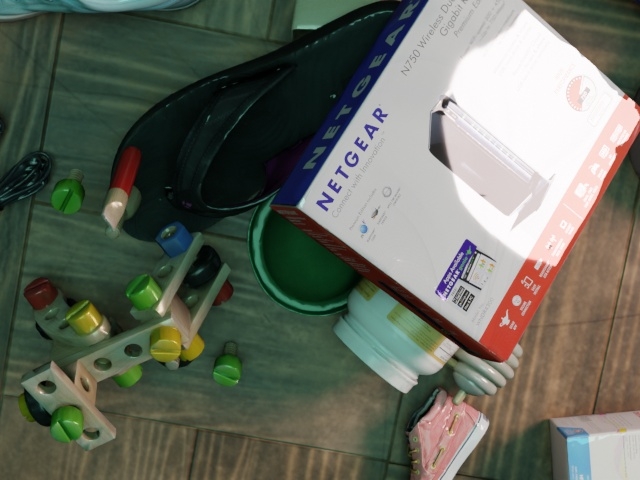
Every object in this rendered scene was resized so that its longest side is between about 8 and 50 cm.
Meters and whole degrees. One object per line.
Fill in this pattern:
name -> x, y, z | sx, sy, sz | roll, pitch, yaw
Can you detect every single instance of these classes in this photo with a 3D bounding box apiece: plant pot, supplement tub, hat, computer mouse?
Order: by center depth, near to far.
hat -> 0.000, 0.000, 1.337 | 0.173, 0.183, 0.208 | -11, 96, -3
plant pot -> 0.019, -0.283, 1.355 | 0.109, 0.109, 0.096 | 0, 83, -3
computer mouse -> -0.469, -0.124, 1.355 | 0.184, 0.060, 0.262 | -43, 105, -16
supplement tub -> 0.124, 0.071, 1.371 | 0.144, 0.144, 0.200 | 41, 93, -6

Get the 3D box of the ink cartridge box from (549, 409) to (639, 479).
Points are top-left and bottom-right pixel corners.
ink cartridge box -> 0.372, 0.272, 1.430 | 0.143, 0.092, 0.090 | -5, 96, -2

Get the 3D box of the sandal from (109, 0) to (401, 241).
sandal -> -0.068, -0.126, 1.305 | 0.445, 0.107, 0.167 | -30, 120, 16

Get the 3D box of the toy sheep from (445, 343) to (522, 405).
toy sheep -> 0.202, 0.149, 1.414 | 0.091, 0.091, 0.132 | 34, 88, -6

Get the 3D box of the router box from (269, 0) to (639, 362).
router box -> 0.157, -0.087, 1.232 | 0.301, 0.082, 0.335 | 36, 79, -21

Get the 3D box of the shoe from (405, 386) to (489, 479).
shoe -> 0.132, 0.275, 1.436 | 0.081, 0.063, 0.178 | 35, 88, -4

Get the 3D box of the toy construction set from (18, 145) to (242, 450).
toy construction set -> -0.231, 0.085, 1.261 | 0.257, 0.237, 0.309 | 0, 124, 3

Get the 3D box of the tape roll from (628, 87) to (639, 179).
tape roll -> 0.498, -0.135, 1.405 | 0.219, 0.072, 0.219 | 0, 95, -2

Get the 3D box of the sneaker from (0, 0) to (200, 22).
sneaker -> -0.307, -0.326, 1.306 | 0.366, 0.150, 0.135 | -5, 95, -2

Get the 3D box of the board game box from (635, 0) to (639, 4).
board game box -> 0.486, -0.423, 1.335 | 0.233, 0.078, 0.347 | 34, 85, 1
